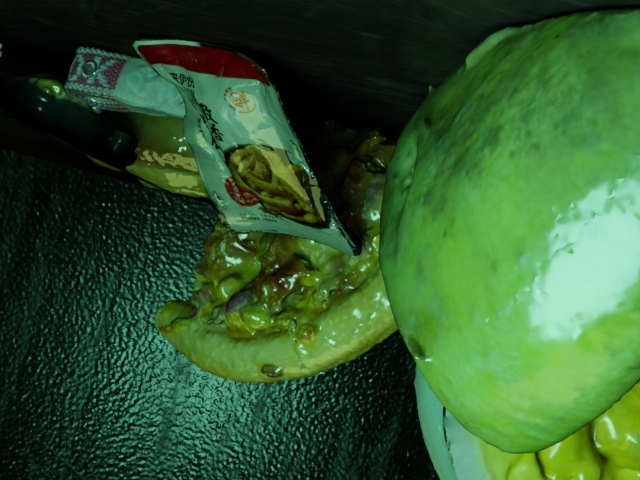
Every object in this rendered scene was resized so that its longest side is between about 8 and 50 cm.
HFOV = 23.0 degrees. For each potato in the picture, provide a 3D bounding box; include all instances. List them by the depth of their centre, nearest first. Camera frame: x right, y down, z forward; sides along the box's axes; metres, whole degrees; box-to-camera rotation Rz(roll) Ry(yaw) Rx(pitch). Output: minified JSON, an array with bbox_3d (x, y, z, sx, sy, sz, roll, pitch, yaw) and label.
[{"bbox_3d":[0.141,-0.052,0.851,0.112,0.269,0.255,17,149,-22],"label":"potato"}]

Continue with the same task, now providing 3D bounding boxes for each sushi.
[{"bbox_3d":[-0.272,-0.135,1.600,0.292,0.059,0.294,25,-179,-40],"label":"sushi"}]

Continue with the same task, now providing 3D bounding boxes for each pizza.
[{"bbox_3d":[0.000,0.000,1.500,0.409,0.277,0.114,-17,144,36],"label":"pizza"}]

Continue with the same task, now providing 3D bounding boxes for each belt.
[{"bbox_3d":[-0.137,-0.136,1.444,0.232,0.053,0.071,13,170,34],"label":"belt"}]

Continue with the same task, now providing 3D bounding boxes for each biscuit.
[{"bbox_3d":[-0.182,-0.105,1.872,0.213,0.091,0.274,12,179,9],"label":"biscuit"}]

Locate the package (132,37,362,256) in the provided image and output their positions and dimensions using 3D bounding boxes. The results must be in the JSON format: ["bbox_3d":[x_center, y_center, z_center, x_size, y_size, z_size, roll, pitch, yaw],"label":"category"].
[{"bbox_3d":[-0.062,-0.079,1.349,0.154,0.030,0.239,13,143,36],"label":"package"}]

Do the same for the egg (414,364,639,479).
[{"bbox_3d":[0.257,0.115,1.491,0.354,0.354,0.340,15,-168,-7],"label":"egg"}]

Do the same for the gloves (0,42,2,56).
[{"bbox_3d":[-0.357,-0.199,1.572,0.081,0.037,0.044,11,-151,9],"label":"gloves"}]
